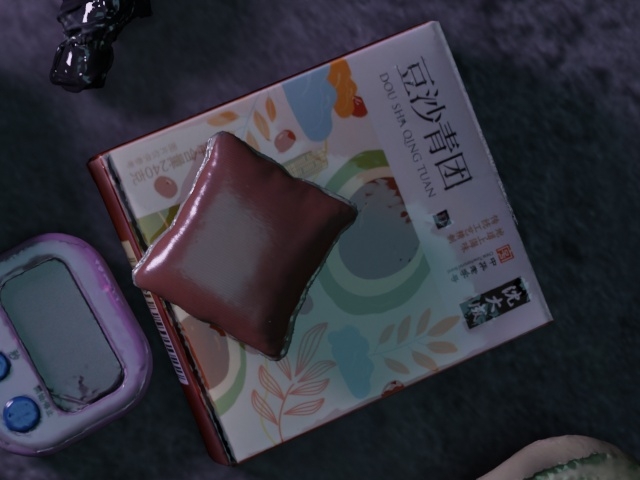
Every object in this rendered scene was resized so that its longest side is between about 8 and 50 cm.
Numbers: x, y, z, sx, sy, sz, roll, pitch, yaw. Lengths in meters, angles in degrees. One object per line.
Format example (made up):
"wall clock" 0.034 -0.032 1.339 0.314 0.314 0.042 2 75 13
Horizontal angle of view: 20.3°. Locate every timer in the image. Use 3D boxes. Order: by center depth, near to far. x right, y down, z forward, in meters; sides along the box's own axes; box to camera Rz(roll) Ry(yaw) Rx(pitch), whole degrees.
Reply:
"timer" -0.285 0.107 1.844 0.190 0.069 0.208 -28 95 -11

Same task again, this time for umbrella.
"umbrella" -0.198 -0.320 1.842 0.154 0.128 0.337 2 96 3

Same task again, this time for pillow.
"pillow" -0.073 0.004 1.761 0.171 0.075 0.179 30 84 -11

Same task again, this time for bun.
"bun" 0.244 0.336 1.927 0.287 0.146 0.287 -4 106 -16

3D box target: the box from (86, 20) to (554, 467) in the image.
"box" 0.000 0.000 1.880 0.385 0.122 0.345 -23 95 -12
